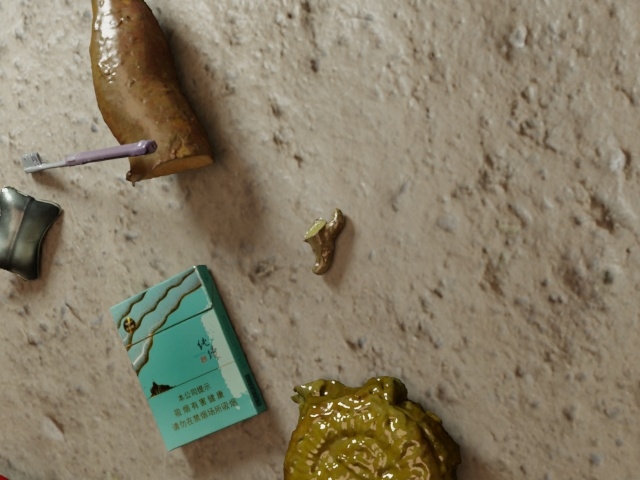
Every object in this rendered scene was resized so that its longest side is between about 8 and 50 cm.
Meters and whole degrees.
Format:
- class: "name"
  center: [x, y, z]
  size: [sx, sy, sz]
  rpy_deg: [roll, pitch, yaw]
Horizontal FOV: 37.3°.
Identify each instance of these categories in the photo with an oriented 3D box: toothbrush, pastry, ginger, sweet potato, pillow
- class: "toothbrush"
  center: [-0.338, -0.121, 1.338]
  size: [0.354, 0.024, 0.029]
  rpy_deg: [-1, 121, 47]
- class: "pastry"
  center: [0.065, 0.301, 1.237]
  size: [0.240, 0.132, 0.235]
  rpy_deg: [-6, 92, 19]
- class: "ginger"
  center: [-0.001, -0.001, 1.300]
  size: [0.048, 0.030, 0.097]
  rpy_deg: [21, 98, 16]
- class: "sweet potato"
  center: [-0.267, -0.239, 1.338]
  size: [0.131, 0.131, 0.336]
  rpy_deg: [-26, 84, 19]
- class: "pillow"
  center: [-0.462, -0.009, 1.454]
  size: [0.091, 0.055, 0.135]
  rpy_deg: [27, 103, 15]

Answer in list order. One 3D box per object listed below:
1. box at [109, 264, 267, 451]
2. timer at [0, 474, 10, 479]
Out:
- class: "box"
  center: [-0.194, 0.170, 1.372]
  size: [0.162, 0.041, 0.229]
  rpy_deg: [-25, 84, 19]
- class: "timer"
  center: [-0.558, 0.528, 1.401]
  size: [0.378, 0.279, 0.378]
  rpy_deg: [1, 92, 17]
